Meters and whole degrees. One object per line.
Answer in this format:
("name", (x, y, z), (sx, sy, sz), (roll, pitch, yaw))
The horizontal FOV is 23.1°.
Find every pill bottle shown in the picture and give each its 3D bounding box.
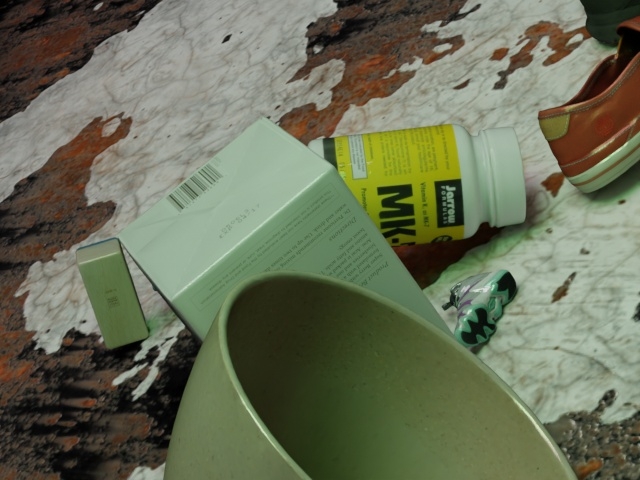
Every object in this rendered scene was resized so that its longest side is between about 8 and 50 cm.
("pill bottle", (0.096, -0.055, 1.573), (0.208, 0.119, 0.119), (-7, 34, 1))

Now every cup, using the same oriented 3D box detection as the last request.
("cup", (0.007, 0.218, 1.198), (0.237, 0.331, 0.331), (-54, 22, 24))

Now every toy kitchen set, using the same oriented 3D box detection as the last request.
("toy kitchen set", (-0.182, 0.012, 1.872), (0.207, 0.122, 0.166), (-17, 29, -5))

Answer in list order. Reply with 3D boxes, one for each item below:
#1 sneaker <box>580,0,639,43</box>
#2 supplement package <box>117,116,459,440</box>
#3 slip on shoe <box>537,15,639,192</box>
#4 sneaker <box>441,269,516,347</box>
("sneaker", (0.396, -0.311, 1.669), (0.286, 0.130, 0.109), (-20, 31, 25))
("supplement package", (-0.011, 0.070, 1.389), (0.177, 0.293, 0.175), (-39, 28, -6))
("slip on shoe", (0.347, -0.190, 1.551), (0.331, 0.101, 0.123), (-43, 10, -8))
("sneaker", (0.139, 0.067, 1.502), (0.069, 0.038, 0.098), (-4, 34, 46))
